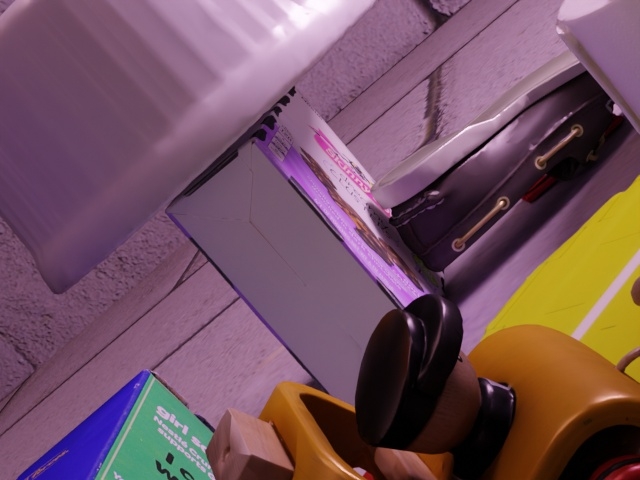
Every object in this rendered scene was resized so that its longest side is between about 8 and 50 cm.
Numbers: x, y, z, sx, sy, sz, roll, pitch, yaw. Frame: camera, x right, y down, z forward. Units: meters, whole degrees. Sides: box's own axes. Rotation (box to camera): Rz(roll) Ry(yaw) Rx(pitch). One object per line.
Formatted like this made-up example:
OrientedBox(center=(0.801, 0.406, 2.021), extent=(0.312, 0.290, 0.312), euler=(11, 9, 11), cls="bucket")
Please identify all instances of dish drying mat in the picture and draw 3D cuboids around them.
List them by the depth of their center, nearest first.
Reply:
OrientedBox(center=(0.166, -0.056, 0.952), extent=(0.083, 0.008, 0.032), euler=(-42, 7, 1), cls="dish drying mat")

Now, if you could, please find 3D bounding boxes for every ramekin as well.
OrientedBox(center=(-0.104, -0.109, 0.868), extent=(0.277, 0.135, 0.277), euler=(-42, 7, 6), cls="ramekin")

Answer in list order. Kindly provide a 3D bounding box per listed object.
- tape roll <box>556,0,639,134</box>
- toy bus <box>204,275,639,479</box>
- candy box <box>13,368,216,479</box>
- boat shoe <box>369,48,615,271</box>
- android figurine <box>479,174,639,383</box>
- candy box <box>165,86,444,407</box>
OrientedBox(center=(0.267, -0.172, 0.770), extent=(0.286, 0.100, 0.286), euler=(-40, 9, 7), cls="tape roll")
OrientedBox(center=(0.016, 0.083, 0.392), extent=(0.191, 0.104, 0.202), euler=(-43, 27, 46), cls="toy bus")
OrientedBox(center=(-0.151, 0.217, 0.597), extent=(0.268, 0.122, 0.317), euler=(-41, 9, 10), cls="candy box")
OrientedBox(center=(0.136, -0.065, 0.910), extent=(0.228, 0.068, 0.081), euler=(-35, 6, -18), cls="boat shoe")
OrientedBox(center=(0.146, 0.018, 0.484), extent=(0.248, 0.056, 0.273), euler=(-47, 10, -31), cls="android figurine")
OrientedBox(center=(0.000, 0.000, 0.875), extent=(0.070, 0.165, 0.196), euler=(-39, 9, 13), cls="candy box")
